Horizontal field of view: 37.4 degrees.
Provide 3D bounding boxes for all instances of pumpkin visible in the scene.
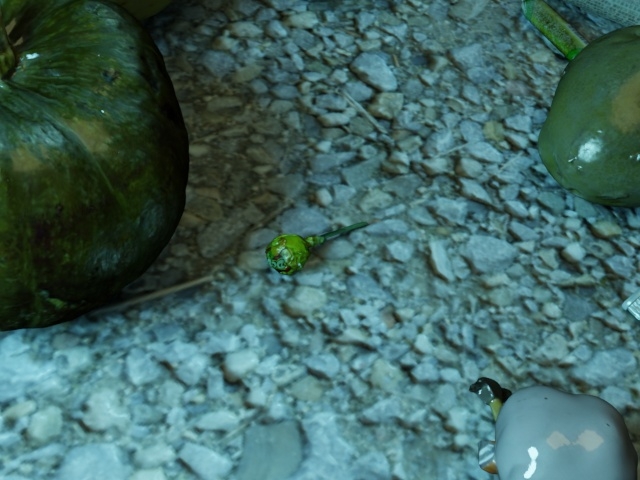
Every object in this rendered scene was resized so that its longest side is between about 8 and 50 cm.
[{"bbox_3d":[-0.212,-0.072,0.698,0.232,0.242,0.325,21,51,12],"label":"pumpkin"}]

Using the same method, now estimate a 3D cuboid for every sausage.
[{"bbox_3d":[0.325,-0.213,1.136,0.033,0.033,0.269,-18,58,-30],"label":"sausage"}]

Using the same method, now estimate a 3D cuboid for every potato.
[{"bbox_3d":[0.330,-0.129,0.988,0.235,0.160,0.178,-35,42,-22],"label":"potato"}]

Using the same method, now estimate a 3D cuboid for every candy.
[{"bbox_3d":[0.000,0.000,0.851,0.123,0.035,0.035,-23,70,-43],"label":"candy"}]

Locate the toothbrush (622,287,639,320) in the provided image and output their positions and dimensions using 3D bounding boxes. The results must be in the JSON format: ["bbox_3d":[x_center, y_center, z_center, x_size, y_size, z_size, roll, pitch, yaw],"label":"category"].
[{"bbox_3d":[0.399,-0.016,0.910,0.275,0.019,0.025,-39,63,-7],"label":"toothbrush"}]

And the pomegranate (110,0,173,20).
[{"bbox_3d":[-0.247,-0.359,0.905,0.342,0.342,0.342,9,48,-10],"label":"pomegranate"}]

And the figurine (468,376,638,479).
[{"bbox_3d":[0.196,0.187,0.698,0.137,0.112,0.229,-26,72,-40],"label":"figurine"}]

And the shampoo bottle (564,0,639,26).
[{"bbox_3d":[0.396,-0.333,1.216,0.278,0.104,0.104,22,47,1],"label":"shampoo bottle"}]
